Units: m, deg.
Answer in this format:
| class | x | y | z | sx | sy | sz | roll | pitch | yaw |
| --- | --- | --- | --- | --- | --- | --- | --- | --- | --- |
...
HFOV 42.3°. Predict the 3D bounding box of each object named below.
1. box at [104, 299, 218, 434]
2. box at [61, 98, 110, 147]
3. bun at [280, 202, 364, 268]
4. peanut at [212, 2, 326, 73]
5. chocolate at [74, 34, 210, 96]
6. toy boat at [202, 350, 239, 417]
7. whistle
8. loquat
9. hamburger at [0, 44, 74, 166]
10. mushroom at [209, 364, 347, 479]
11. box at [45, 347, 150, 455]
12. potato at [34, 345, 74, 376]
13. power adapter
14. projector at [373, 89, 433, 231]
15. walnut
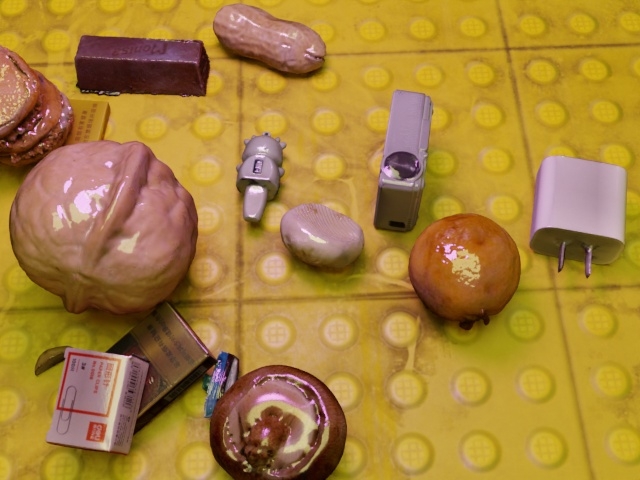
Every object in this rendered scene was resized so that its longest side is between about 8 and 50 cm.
| class | x | y | z | sx | sy | sz | roll | pitch | yaw |
| --- | --- | --- | --- | --- | --- | --- | --- | --- | --- |
| box | -0.341 | 0.250 | 1.601 | 0.240 | 0.071 | 0.159 | -40 | 70 | -5 |
| box | -0.643 | -0.263 | 1.930 | 0.279 | 0.041 | 0.153 | 5 | 63 | 2 |
| bun | 0.000 | 0.000 | 1.747 | 0.183 | 0.102 | 0.183 | 16 | 29 | -9 |
| peanut | -0.122 | -0.489 | 2.009 | 0.290 | 0.130 | 0.130 | 23 | 64 | 10 |
| chocolate | -0.432 | -0.422 | 1.976 | 0.321 | 0.112 | 0.112 | 3 | 59 | 1 |
| toy boat | -0.201 | 0.282 | 1.619 | 0.061 | 0.060 | 0.137 | -9 | 55 | 26 |
| whistle | -0.135 | -0.144 | 1.833 | 0.110 | 0.092 | 0.244 | 5 | 60 | 1 |
| loquat | 0.288 | 0.053 | 1.666 | 0.238 | 0.193 | 0.238 | 3 | 62 | -6 |
| hamburger | -0.673 | -0.283 | 1.799 | 0.261 | 0.211 | 0.245 | 0 | 70 | 6 |
| mushroom | -0.078 | 0.349 | 1.525 | 0.253 | 0.153 | 0.253 | -1 | 63 | 2 |
| box | -0.406 | 0.291 | 1.509 | 0.133 | 0.099 | 0.182 | 7 | 74 | 13 |
| potato | -0.539 | 0.229 | 1.659 | 0.093 | 0.037 | 0.036 | -30 | 61 | -15 |
| power adapter | 0.546 | -0.040 | 1.755 | 0.187 | 0.124 | 0.255 | 11 | 61 | 7 |
| projector | 0.182 | -0.172 | 1.790 | 0.099 | 0.192 | 0.256 | 8 | 61 | 5 |
| walnut | -0.418 | -0.029 | 1.622 | 0.381 | 0.381 | 0.381 | 0 | 61 | 0 |
